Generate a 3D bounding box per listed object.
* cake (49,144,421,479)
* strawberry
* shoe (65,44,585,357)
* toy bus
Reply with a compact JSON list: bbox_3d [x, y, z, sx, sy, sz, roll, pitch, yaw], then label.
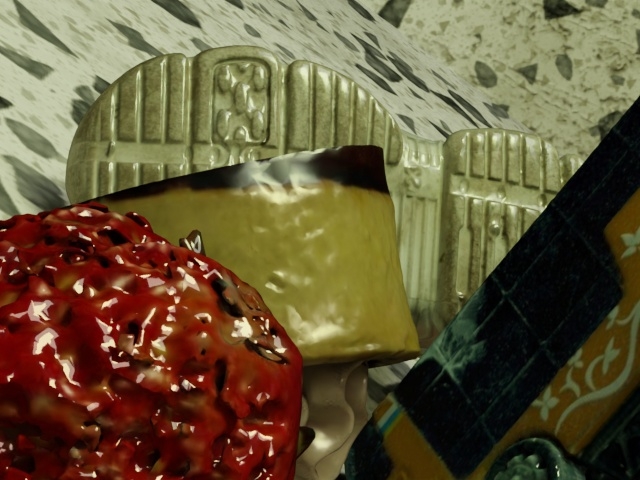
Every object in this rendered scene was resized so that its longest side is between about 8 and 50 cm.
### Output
[{"bbox_3d":[-0.040,0.059,0.833,0.185,0.208,0.178,-23,-98,68],"label":"cake"},{"bbox_3d":[-0.112,0.070,0.640,0.201,0.184,0.187,9,30,-41],"label":"strawberry"},{"bbox_3d":[-0.001,0.003,1.140,0.351,0.171,0.198,16,-15,-16],"label":"shoe"},{"bbox_3d":[0.170,0.084,0.970,0.162,0.323,0.194,31,16,-29],"label":"toy bus"}]
